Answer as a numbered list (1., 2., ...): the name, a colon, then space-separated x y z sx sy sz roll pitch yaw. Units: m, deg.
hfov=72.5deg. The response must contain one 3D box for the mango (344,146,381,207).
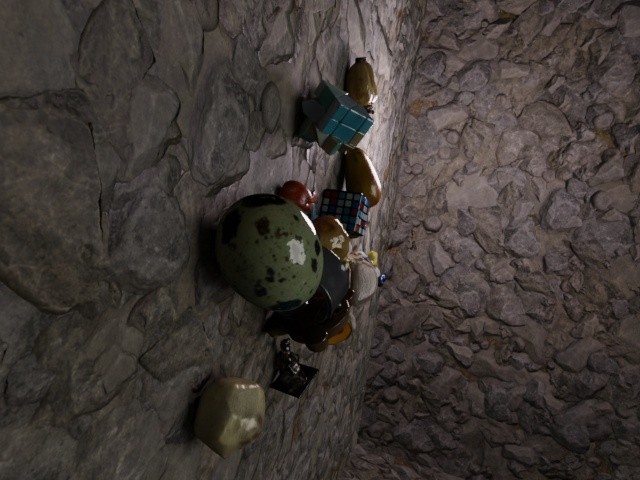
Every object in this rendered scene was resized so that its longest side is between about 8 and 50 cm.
1. mango: 0.202 -0.312 2.182 0.211 0.173 0.316 -39 114 -82

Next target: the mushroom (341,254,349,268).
1. mushroom: 0.086 0.111 2.178 0.148 0.112 0.147 -33 130 -52

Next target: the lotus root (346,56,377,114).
1. lotus root: 0.192 -0.711 2.027 0.155 0.140 0.256 -24 113 -52

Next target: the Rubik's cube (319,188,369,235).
1. Rubik's cube: 0.111 -0.128 2.024 0.184 0.182 0.186 12 87 -70

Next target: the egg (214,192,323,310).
1. egg: -0.135 0.043 1.220 0.287 0.288 0.379 -61 138 -43

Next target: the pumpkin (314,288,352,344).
1. pumpkin: 0.010 0.302 1.983 0.232 0.242 0.324 -104 -177 -54

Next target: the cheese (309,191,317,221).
1. cheese: -0.030 -0.083 1.868 0.106 0.037 0.255 -55 148 -53

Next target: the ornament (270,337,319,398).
1. ornament: -0.131 0.484 1.735 0.153 0.167 0.195 -45 129 -44

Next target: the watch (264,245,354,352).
1. watch: -0.074 0.176 1.537 0.314 0.336 0.326 -49 126 -47

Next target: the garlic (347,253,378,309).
1. garlic: 0.173 0.219 2.328 0.132 0.279 0.324 -148 -125 -73

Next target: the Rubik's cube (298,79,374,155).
1. Rubik's cube: 0.038 -0.427 1.593 0.266 0.224 0.213 15 127 -39

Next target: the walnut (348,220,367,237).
1. walnut: 0.157 -0.091 2.217 0.207 0.168 0.167 -6 105 -73

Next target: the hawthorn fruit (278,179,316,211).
1. hawthorn fruit: -0.091 -0.146 1.535 0.125 0.140 0.125 -17 121 -31

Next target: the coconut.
1. coconut: -0.260 0.516 1.269 0.224 0.225 0.223 10 90 -71

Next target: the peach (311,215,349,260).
1. peach: 0.000 0.000 1.733 0.236 0.214 0.214 12 88 -50

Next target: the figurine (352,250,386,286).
1. figurine: 0.279 0.160 2.534 0.284 0.338 0.204 39 93 -29
